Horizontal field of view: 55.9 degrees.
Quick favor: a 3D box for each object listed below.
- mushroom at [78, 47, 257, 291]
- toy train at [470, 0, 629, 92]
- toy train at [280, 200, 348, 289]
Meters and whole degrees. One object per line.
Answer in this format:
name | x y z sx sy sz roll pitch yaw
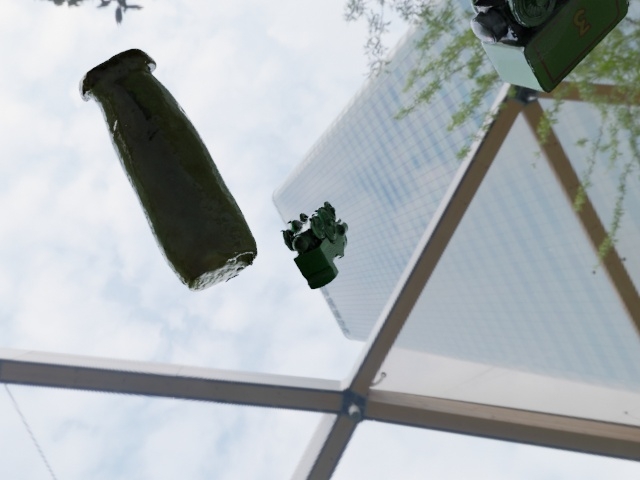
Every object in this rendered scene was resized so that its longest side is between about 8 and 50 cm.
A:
mushroom | -0.174 -0.088 0.679 0.100 0.081 0.312 -30 -108 -4
toy train | 0.440 -0.457 1.153 0.307 0.173 0.249 -46 -58 0
toy train | 0.000 0.000 0.972 0.071 0.178 0.105 -27 -81 19
